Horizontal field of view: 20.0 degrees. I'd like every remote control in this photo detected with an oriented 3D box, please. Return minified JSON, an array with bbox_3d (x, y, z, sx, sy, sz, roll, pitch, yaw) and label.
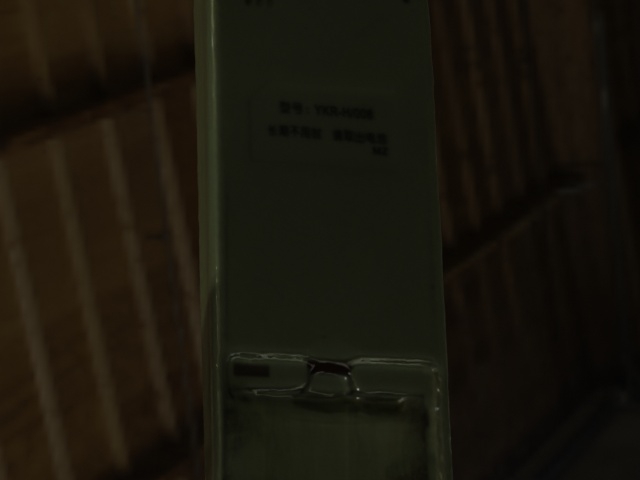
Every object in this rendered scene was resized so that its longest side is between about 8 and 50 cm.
[{"bbox_3d":[0.000,0.000,0.877,0.038,0.123,0.285,132,137,-65],"label":"remote control"}]
